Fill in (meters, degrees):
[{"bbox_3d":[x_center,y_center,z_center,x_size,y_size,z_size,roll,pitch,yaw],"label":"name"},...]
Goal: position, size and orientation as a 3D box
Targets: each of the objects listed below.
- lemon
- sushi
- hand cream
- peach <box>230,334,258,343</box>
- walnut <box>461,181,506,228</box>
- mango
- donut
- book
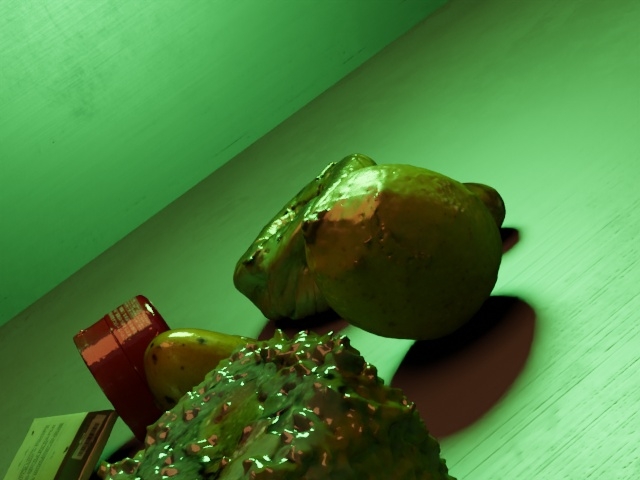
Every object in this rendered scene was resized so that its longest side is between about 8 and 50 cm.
[{"bbox_3d":[0.112,0.013,1.688,0.253,0.310,0.253,-52,27,41],"label":"lemon"},{"bbox_3d":[-0.059,0.284,1.308,0.351,0.240,0.396,-39,15,-19],"label":"sushi"},{"bbox_3d":[-0.302,0.215,2.025,0.149,0.230,0.230,-36,16,-10],"label":"hand cream"},{"bbox_3d":[-0.147,0.207,1.987,0.100,0.101,0.101,-31,16,10],"label":"peach"},{"bbox_3d":[0.219,-0.038,1.951,0.116,0.116,0.207,-43,18,-31],"label":"walnut"},{"bbox_3d":[-0.140,0.206,1.690,0.191,0.290,0.160,10,72,29],"label":"mango"},{"bbox_3d":[0.000,0.000,2.146,0.360,0.170,0.360,-43,10,9],"label":"donut"},{"bbox_3d":[-0.471,0.391,2.088,0.289,0.026,0.201,-14,46,48],"label":"book"}]
